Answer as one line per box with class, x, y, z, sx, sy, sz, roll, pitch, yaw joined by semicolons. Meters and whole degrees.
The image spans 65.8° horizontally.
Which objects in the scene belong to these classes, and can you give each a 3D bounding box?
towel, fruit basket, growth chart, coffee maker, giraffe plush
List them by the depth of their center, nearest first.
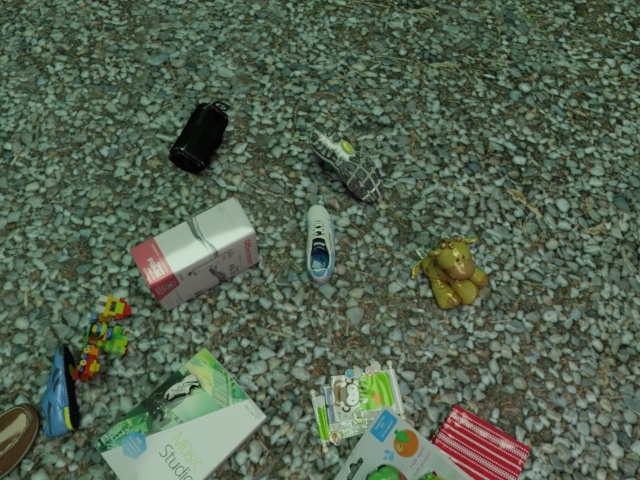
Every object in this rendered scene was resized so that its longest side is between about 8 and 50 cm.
fruit basket;0.166;0.572;0.994;0.353;0.165;0.327;34;89;32
towel;0.323;0.526;1.114;0.199;0.031;0.275;27;58;29
growth chart;0.091;0.396;1.214;0.237;0.021;0.172;-16;66;-11
giraffe plush;0.350;0.061;1.304;0.210;0.170;0.181;38;69;14
coffee maker;-0.353;-0.303;1.434;0.120;0.171;0.178;24;66;-10

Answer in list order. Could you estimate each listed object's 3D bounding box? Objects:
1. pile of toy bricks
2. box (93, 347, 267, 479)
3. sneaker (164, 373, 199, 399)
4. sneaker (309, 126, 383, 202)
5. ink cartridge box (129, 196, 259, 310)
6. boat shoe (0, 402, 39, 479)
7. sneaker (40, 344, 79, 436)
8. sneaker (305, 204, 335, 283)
pile of toy bricks;-0.521;0.251;1.213;0.105;0.118;0.212;20;44;-24
box;-0.316;0.442;1.146;0.232;0.058;0.322;43;68;16
sneaker;-0.320;0.346;1.144;0.083;0.032;0.037;-35;70;-17
sneaker;0.078;-0.227;1.461;0.107;0.110;0.275;-43;91;-3
ink cartridge box;-0.305;0.037;1.254;0.283;0.207;0.117;-29;71;-15
boat shoe;-0.763;0.488;1.064;0.123;0.116;0.324;38;68;14
sneaker;-0.624;0.352;1.164;0.082;0.069;0.209;-14;66;-6
sneaker;0.000;0.000;1.360;0.085;0.086;0.237;-2;64;-2
